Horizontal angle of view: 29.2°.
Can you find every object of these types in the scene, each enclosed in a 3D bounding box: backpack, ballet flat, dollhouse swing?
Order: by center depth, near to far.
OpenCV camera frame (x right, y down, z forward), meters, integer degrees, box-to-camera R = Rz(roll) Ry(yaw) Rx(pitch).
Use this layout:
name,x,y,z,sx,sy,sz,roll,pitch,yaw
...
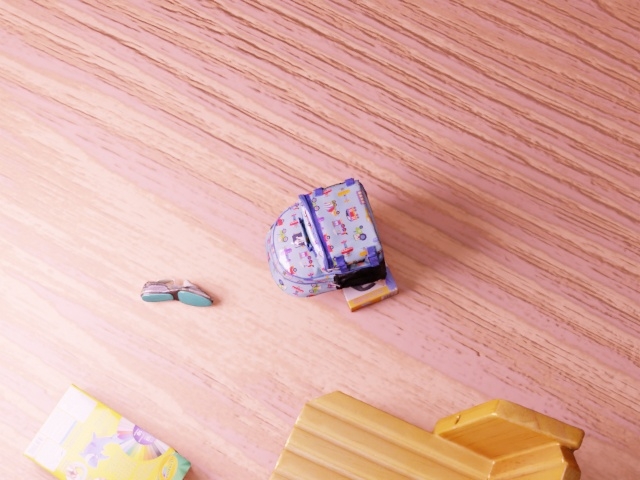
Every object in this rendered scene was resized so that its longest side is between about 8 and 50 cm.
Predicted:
name,x,y,z,sx,sy,sz,roll,pitch,yaw
dollhouse swing,0.112,0.356,1.643,0.305,0.315,0.347,31,64,-10
backpack,0.000,0.000,1.848,0.173,0.117,0.158,-14,70,2
ballet flat,-0.220,0.077,1.903,0.114,0.041,0.041,4,72,4

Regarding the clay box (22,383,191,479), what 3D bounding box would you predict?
name,x,y,z,sx,sy,sz,roll,pitch,yaw
clay box,-0.311,0.324,1.819,0.222,0.053,0.127,31,76,11

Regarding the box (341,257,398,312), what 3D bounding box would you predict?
name,x,y,z,sx,sy,sz,roll,pitch,yaw
box,0.058,0.034,1.906,0.081,0.028,0.136,-22,74,-4
